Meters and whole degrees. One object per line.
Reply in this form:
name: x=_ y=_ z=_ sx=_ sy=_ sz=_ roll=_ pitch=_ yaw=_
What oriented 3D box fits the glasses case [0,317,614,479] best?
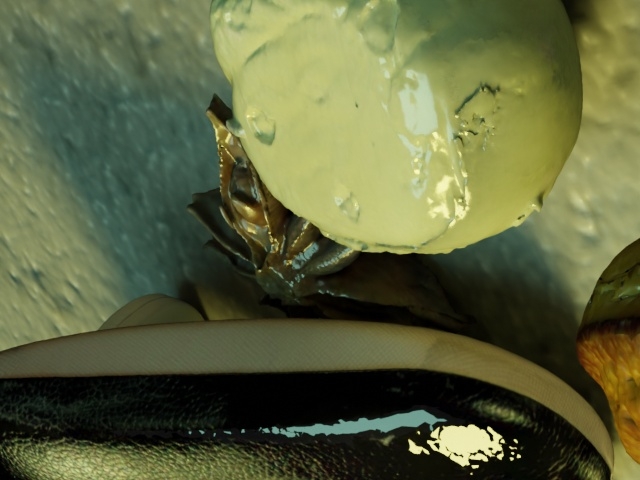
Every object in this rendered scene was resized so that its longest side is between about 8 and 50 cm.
glasses case: x=-0.027 y=0.084 z=0.752 sx=0.314 sy=0.075 sz=0.122 roll=-5 pitch=144 yaw=36

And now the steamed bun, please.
steamed bun: x=0.031 y=-0.059 z=0.587 sx=0.130 sy=0.091 sz=0.112 roll=13 pitch=125 yaw=50

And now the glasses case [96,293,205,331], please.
glasses case: x=-0.075 y=0.113 z=0.920 sx=0.049 sy=0.074 sz=0.193 roll=22 pitch=138 yaw=37

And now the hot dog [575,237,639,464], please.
hot dog: x=0.216 y=0.041 z=0.416 sx=0.349 sy=0.117 sz=0.158 roll=-9 pitch=119 yaw=55

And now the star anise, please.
star anise: x=-0.009 y=-0.008 z=0.722 sx=0.124 sy=0.056 sz=0.129 roll=-2 pitch=134 yaw=52
